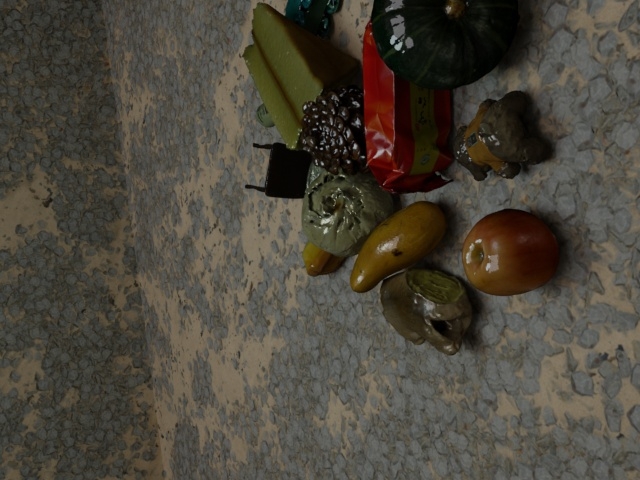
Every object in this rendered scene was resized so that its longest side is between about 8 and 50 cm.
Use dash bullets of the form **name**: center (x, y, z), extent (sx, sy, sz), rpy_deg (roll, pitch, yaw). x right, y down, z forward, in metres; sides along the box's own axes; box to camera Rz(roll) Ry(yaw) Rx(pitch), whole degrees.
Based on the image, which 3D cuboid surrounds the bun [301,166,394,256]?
- **bun**: center (0.054, -0.088, 1.846), extent (0.259, 0.152, 0.260), rpy_deg (-7, 76, 29)

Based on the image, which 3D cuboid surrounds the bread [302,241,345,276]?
- **bread**: center (0.031, 0.015, 2.025), extent (0.246, 0.102, 0.094), rpy_deg (-55, 46, 42)

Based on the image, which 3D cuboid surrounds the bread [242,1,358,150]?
- **bread**: center (-0.113, -0.459, 1.939), extent (0.361, 0.245, 0.233), rpy_deg (37, 132, 9)

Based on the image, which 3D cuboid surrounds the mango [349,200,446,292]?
- **mango**: center (0.176, 0.009, 1.717), extent (0.294, 0.177, 0.120), rpy_deg (-36, 101, 26)

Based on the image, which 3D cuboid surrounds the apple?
- **apple**: center (0.377, 0.030, 1.440), extent (0.199, 0.199, 0.199), rpy_deg (13, 106, 54)

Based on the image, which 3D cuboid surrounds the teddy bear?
- **teddy bear**: center (0.355, -0.206, 1.484), extent (0.190, 0.140, 0.177), rpy_deg (-39, 66, 61)

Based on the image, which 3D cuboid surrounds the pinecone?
- **pinecone**: center (0.080, -0.270, 1.750), extent (0.224, 0.272, 0.224), rpy_deg (23, 120, 50)

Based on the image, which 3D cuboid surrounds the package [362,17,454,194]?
- **package**: center (0.201, -0.320, 1.629), extent (0.123, 0.195, 0.424), rpy_deg (3, 98, 58)

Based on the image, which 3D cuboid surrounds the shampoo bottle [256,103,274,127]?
- **shampoo bottle**: center (-0.132, -0.410, 2.210), extent (0.162, 0.079, 0.079), rpy_deg (-18, 80, 56)

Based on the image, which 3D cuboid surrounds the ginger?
- **ginger**: center (0.249, 0.174, 1.704), extent (0.276, 0.130, 0.221), rpy_deg (48, 139, 42)

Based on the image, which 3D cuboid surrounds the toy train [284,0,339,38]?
- **toy train**: center (-0.027, -0.661, 1.997), extent (0.154, 0.107, 0.198), rpy_deg (63, 141, 40)

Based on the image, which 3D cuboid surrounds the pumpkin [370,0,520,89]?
- **pumpkin**: center (0.252, -0.454, 1.457), extent (0.207, 0.299, 0.301), rpy_deg (171, 93, -85)

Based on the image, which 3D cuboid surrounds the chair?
- **chair**: center (-0.067, -0.192, 2.060), extent (0.319, 0.186, 0.160), rpy_deg (16, 96, 56)
